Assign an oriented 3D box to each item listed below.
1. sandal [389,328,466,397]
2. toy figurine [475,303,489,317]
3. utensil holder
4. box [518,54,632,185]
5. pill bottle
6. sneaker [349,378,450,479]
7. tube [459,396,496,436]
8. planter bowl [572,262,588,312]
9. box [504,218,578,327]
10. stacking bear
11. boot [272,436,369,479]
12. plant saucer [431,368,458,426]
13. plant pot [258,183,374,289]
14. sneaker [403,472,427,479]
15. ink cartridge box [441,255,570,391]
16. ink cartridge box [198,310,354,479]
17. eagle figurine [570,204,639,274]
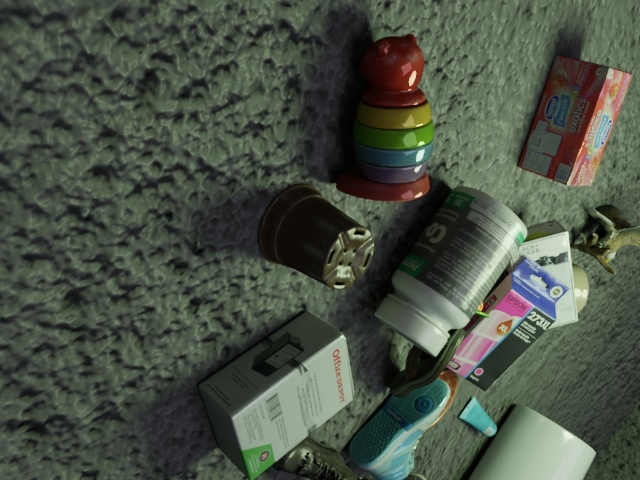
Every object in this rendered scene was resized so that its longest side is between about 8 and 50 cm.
[{"bbox_3d":[0.245,0.300,1.694,0.120,0.086,0.303,-43,177,-45],"label":"sandal"},{"bbox_3d":[0.379,0.101,1.786,0.173,0.130,0.159,19,85,-25],"label":"toy figurine"},{"bbox_3d":[0.711,0.805,2.361,0.385,0.327,0.327,-56,140,-6],"label":"utensil holder"},{"bbox_3d":[0.645,-0.302,1.754,0.142,0.154,0.300,-4,115,-44],"label":"box"},{"bbox_3d":[0.295,0.072,1.585,0.361,0.204,0.204,-55,139,-6],"label":"pill bottle"},{"bbox_3d":[0.233,0.518,1.854,0.319,0.127,0.208,-37,135,-7],"label":"sneaker"},{"bbox_3d":[0.514,0.580,2.238,0.080,0.052,0.207,-55,135,-12],"label":"tube"},{"bbox_3d":[0.728,0.148,2.123,0.109,0.162,0.162,4,112,-19],"label":"planter bowl"},{"bbox_3d":[0.601,0.103,1.898,0.169,0.087,0.290,-14,114,2],"label":"box"},{"bbox_3d":[0.132,-0.233,1.282,0.175,0.164,0.289,-22,123,-35],"label":"stacking bear"},{"bbox_3d":[0.038,0.556,1.598,0.263,0.229,0.091,22,97,-50],"label":"boot"},{"bbox_3d":[0.316,0.449,1.963,0.200,0.037,0.200,-25,130,-33],"label":"plant saucer"},{"bbox_3d":[0.000,0.000,1.274,0.167,0.165,0.167,-24,128,-35],"label":"plant pot"},{"bbox_3d":[0.236,0.696,1.956,0.222,0.083,0.118,-37,163,36],"label":"sneaker"},{"bbox_3d":[0.501,0.232,1.867,0.176,0.069,0.371,33,105,-19],"label":"ink cartridge box"},{"bbox_3d":[-0.081,0.314,1.413,0.289,0.121,0.211,-32,133,-29],"label":"ink cartridge box"},{"bbox_3d":[0.963,-0.017,2.208,0.298,0.226,0.225,-21,165,-16],"label":"eagle figurine"}]
